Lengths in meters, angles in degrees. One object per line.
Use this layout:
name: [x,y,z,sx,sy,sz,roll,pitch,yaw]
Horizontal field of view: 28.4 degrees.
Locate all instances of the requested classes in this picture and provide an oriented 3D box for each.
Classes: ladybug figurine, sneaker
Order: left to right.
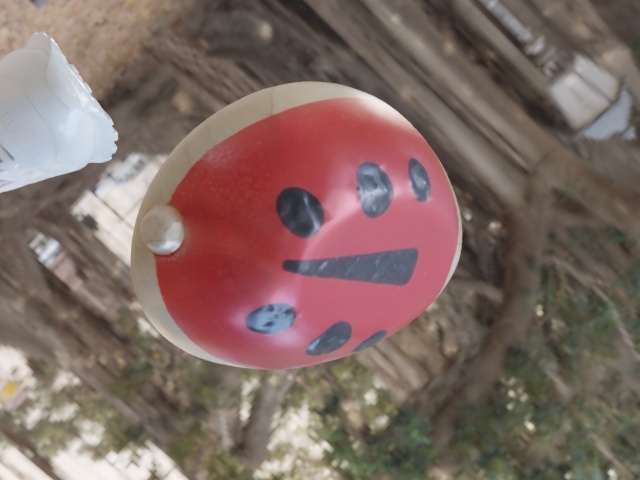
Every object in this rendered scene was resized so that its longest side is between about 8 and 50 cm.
sneaker: [-0.204,-0.063,0.798,0.095,0.090,0.235,-33,-172,-26]
ladybug figurine: [0.000,0.000,1.270,0.449,0.162,0.305,-5,115,-52]
